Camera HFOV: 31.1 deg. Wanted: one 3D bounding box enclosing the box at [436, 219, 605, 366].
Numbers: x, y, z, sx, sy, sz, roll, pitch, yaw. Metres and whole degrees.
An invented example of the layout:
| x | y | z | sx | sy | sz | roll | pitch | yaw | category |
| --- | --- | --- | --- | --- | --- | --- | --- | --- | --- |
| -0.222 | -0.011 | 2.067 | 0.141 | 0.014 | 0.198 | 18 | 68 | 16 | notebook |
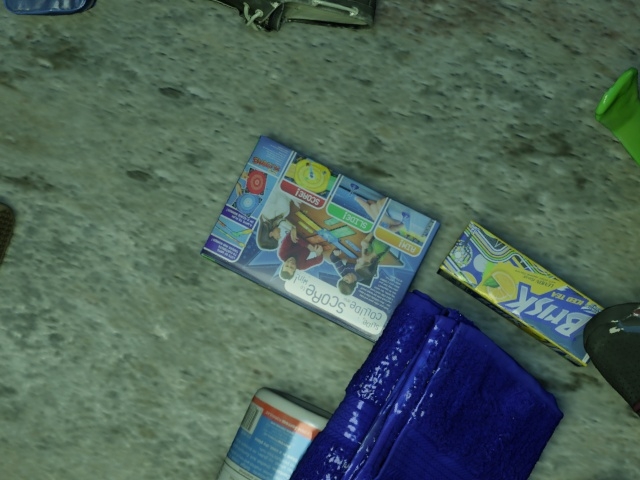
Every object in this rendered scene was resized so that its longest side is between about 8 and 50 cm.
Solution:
| x | y | z | sx | sy | sz | roll | pitch | yaw | category |
| --- | --- | --- | --- | --- | --- | --- | --- | --- | --- |
| 0.199 | 0.053 | 1.116 | 0.169 | 0.054 | 0.059 | 34 | 87 | 6 | box |

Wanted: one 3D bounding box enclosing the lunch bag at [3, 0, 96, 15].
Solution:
| x | y | z | sx | sy | sz | roll | pitch | yaw | category |
| --- | --- | --- | --- | --- | --- | --- | --- | --- | --- |
| -0.279 | -0.263 | 1.175 | 0.098 | 0.065 | 0.067 | -1 | 99 | 2 | lunch bag |

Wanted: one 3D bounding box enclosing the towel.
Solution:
| x | y | z | sx | sy | sz | roll | pitch | yaw | category |
| --- | --- | --- | --- | --- | --- | --- | --- | --- | --- |
| 0.085 | 0.227 | 1.026 | 0.227 | 0.076 | 0.308 | 38 | 79 | -30 | towel |

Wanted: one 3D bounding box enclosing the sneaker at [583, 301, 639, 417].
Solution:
| x | y | z | sx | sy | sz | roll | pitch | yaw | category |
| --- | --- | --- | --- | --- | --- | --- | --- | --- | --- |
| 0.345 | 0.181 | 1.010 | 0.281 | 0.106 | 0.162 | 34 | 42 | -6 | sneaker |

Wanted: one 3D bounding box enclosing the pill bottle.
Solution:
| x | y | z | sx | sy | sz | roll | pitch | yaw | category |
| --- | --- | --- | --- | --- | --- | --- | --- | --- | --- |
| -0.047 | 0.260 | 1.072 | 0.124 | 0.124 | 0.222 | 23 | 86 | 6 | pill bottle |

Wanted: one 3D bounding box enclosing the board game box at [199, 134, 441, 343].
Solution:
| x | y | z | sx | sy | sz | roll | pitch | yaw | category |
| --- | --- | --- | --- | --- | --- | --- | --- | --- | --- |
| 0.000 | 0.000 | 1.143 | 0.201 | 0.035 | 0.136 | 27 | 85 | 6 | board game box |

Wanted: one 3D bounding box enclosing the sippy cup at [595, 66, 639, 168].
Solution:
| x | y | z | sx | sy | sz | roll | pitch | yaw | category |
| --- | --- | --- | --- | --- | --- | --- | --- | --- | --- |
| 0.386 | -0.043 | 0.994 | 0.305 | 0.224 | 0.240 | -1 | 70 | 28 | sippy cup |

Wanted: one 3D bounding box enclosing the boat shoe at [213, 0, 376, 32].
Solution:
| x | y | z | sx | sy | sz | roll | pitch | yaw | category |
| --- | --- | --- | --- | --- | --- | --- | --- | --- | --- |
| -0.052 | -0.248 | 1.154 | 0.219 | 0.078 | 0.070 | 4 | 83 | 2 | boat shoe |

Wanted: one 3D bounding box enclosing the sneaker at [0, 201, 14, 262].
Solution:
| x | y | z | sx | sy | sz | roll | pitch | yaw | category |
| --- | --- | --- | --- | --- | --- | --- | --- | --- | --- |
| -0.374 | 0.041 | 1.155 | 0.071 | 0.066 | 0.188 | 21 | 79 | 22 | sneaker |
